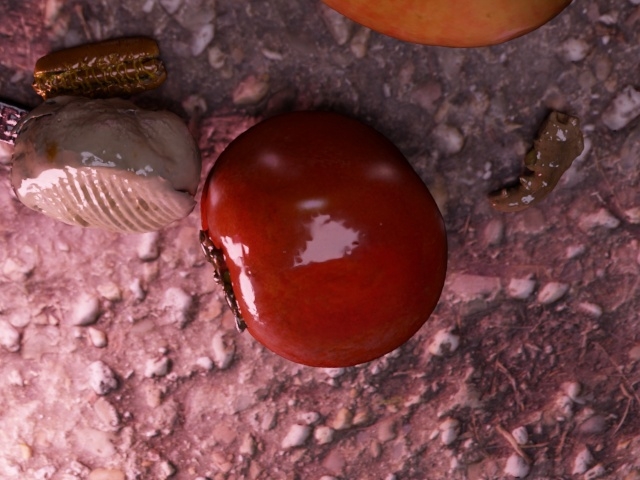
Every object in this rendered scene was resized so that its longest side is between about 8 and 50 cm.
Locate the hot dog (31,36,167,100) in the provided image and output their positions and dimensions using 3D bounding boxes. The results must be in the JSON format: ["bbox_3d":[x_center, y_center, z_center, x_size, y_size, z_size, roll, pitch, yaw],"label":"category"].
[{"bbox_3d":[-0.275,-0.209,1.149,0.165,0.045,0.071,-10,125,1],"label":"hot dog"}]

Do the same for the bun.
[{"bbox_3d":[-0.266,-0.099,1.154,0.239,0.141,0.239,2,155,1],"label":"bun"}]

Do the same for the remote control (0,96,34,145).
[{"bbox_3d":[-0.455,-0.170,1.170,0.245,0.025,0.063,18,121,-17],"label":"remote control"}]

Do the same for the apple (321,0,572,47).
[{"bbox_3d":[0.122,-0.375,0.897,0.392,0.346,0.391,-2,118,-3],"label":"apple"}]

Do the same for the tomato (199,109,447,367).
[{"bbox_3d":[0.000,0.000,1.183,0.290,0.293,0.325,-20,119,-9],"label":"tomato"}]

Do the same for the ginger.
[{"bbox_3d":[0.303,-0.100,1.275,0.070,0.051,0.173,22,118,-15],"label":"ginger"}]
